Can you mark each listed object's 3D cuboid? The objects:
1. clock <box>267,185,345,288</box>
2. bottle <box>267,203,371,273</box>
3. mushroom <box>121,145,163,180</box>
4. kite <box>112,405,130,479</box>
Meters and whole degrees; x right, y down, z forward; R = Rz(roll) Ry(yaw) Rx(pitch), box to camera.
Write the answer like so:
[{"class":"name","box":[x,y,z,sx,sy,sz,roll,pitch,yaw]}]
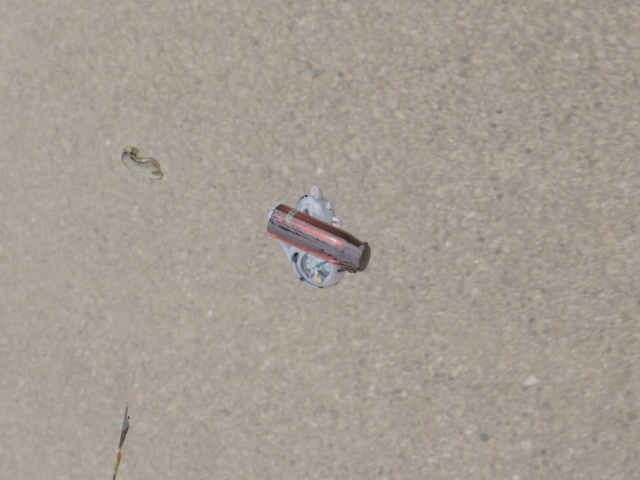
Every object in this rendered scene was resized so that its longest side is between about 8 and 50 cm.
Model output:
[{"class":"clock","box":[-0.003,-0.002,1.473,0.117,0.080,0.176,-23,99,35]},{"class":"bottle","box":[0.000,0.000,1.295,0.164,0.060,0.060,24,109,20]},{"class":"mushroom","box":[-0.285,-0.123,1.345,0.049,0.101,0.019,-2,68,19]},{"class":"kite","box":[-0.291,0.349,1.187,0.241,0.014,0.183,-89,14,-47]}]
